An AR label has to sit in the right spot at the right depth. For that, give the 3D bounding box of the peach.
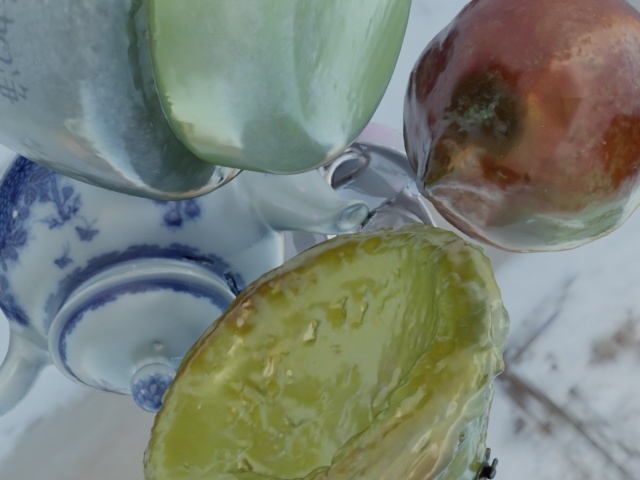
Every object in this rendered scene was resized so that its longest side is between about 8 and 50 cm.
[{"bbox_3d":[0.166,-0.095,1.512,0.256,0.232,0.232,-21,151,-33],"label":"peach"}]

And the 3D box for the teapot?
[{"bbox_3d":[-0.151,0.027,1.538,0.424,0.280,0.252,-26,138,16],"label":"teapot"}]

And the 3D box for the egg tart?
[{"bbox_3d":[0.016,0.124,1.251,0.315,0.315,0.120,-45,121,-4],"label":"egg tart"}]

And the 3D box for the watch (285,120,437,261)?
[{"bbox_3d":[0.000,0.000,1.940,0.244,0.231,0.196,26,139,-38],"label":"watch"}]

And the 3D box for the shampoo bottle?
[{"bbox_3d":[-0.114,-0.192,1.239,0.322,0.317,0.322,-41,137,-53],"label":"shampoo bottle"}]
